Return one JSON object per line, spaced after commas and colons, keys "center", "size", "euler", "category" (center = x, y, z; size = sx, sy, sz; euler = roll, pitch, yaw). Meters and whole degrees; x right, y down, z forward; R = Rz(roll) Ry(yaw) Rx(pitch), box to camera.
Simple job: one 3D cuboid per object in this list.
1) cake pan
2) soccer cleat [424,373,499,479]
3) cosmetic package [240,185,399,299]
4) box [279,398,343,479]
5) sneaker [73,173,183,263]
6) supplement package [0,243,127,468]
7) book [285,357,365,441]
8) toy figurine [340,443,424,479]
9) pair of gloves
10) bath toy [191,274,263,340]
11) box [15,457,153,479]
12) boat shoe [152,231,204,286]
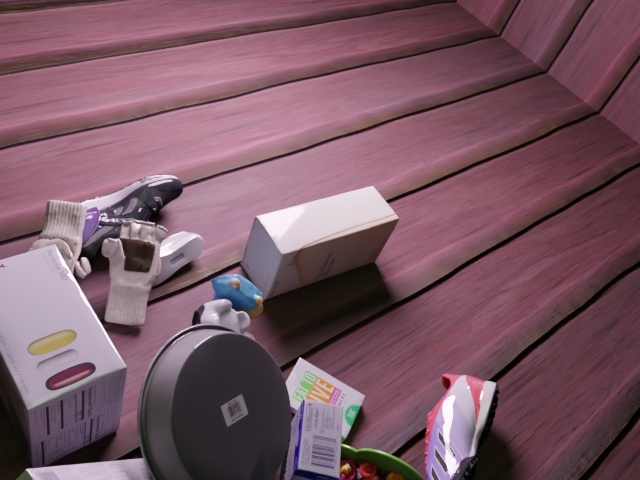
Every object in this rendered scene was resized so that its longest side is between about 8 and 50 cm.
{"center": [-0.150, 0.273, 1.007], "size": [0.293, 0.054, 0.293], "euler": [24, 58, -45], "category": "cake pan"}
{"center": [0.236, 0.377, 1.173], "size": [0.117, 0.108, 0.318], "euler": [14, 44, 23], "category": "soccer cleat"}
{"center": [0.000, 0.000, 1.373], "size": [0.310, 0.160, 0.113], "euler": [-19, 59, -33], "category": "cosmetic package"}
{"center": [-0.016, 0.352, 1.053], "size": [0.072, 0.137, 0.126], "euler": [14, 46, -8], "category": "box"}
{"center": [-0.392, -0.035, 1.309], "size": [0.283, 0.107, 0.124], "euler": [-28, 77, -33], "category": "sneaker"}
{"center": [-0.433, 0.178, 1.001], "size": [0.145, 0.204, 0.262], "euler": [-21, 59, -36], "category": "supplement package"}
{"center": [-0.001, 0.297, 1.190], "size": [0.144, 0.035, 0.096], "euler": [29, 49, 4], "category": "book"}
{"center": [0.062, 0.436, 1.042], "size": [0.173, 0.130, 0.159], "euler": [15, 51, 23], "category": "toy figurine"}
{"center": [-0.421, 0.040, 1.185], "size": [0.240, 0.042, 0.204], "euler": [16, 77, -7], "category": "pair of gloves"}
{"center": [-0.203, 0.227, 1.108], "size": [0.151, 0.129, 0.348], "euler": [49, 42, -29], "category": "bath toy"}
{"center": [-0.300, 0.338, 0.844], "size": [0.063, 0.324, 0.067], "euler": [-44, 72, -5], "category": "box"}
{"center": [-0.323, 0.033, 1.286], "size": [0.063, 0.066, 0.184], "euler": [22, 49, 39], "category": "boat shoe"}
